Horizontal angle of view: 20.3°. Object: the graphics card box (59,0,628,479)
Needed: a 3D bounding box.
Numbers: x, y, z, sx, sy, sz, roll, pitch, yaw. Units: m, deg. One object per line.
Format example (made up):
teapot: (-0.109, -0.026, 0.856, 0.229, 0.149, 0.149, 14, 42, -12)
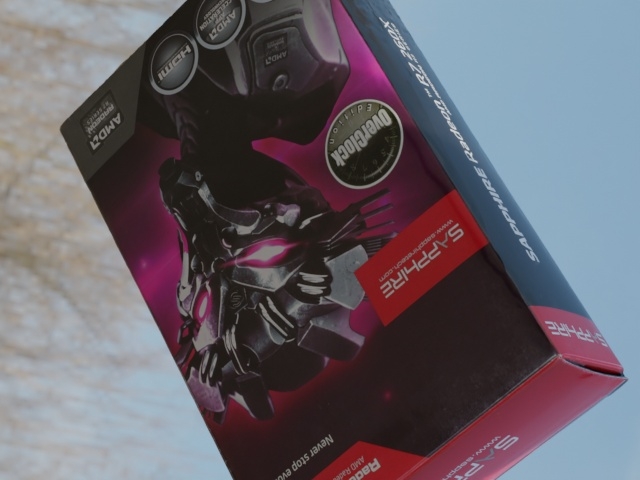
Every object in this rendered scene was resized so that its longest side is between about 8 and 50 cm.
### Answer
graphics card box: (0.000, 0.000, 1.133, 0.233, 0.094, 0.371, -41, -120, 23)
